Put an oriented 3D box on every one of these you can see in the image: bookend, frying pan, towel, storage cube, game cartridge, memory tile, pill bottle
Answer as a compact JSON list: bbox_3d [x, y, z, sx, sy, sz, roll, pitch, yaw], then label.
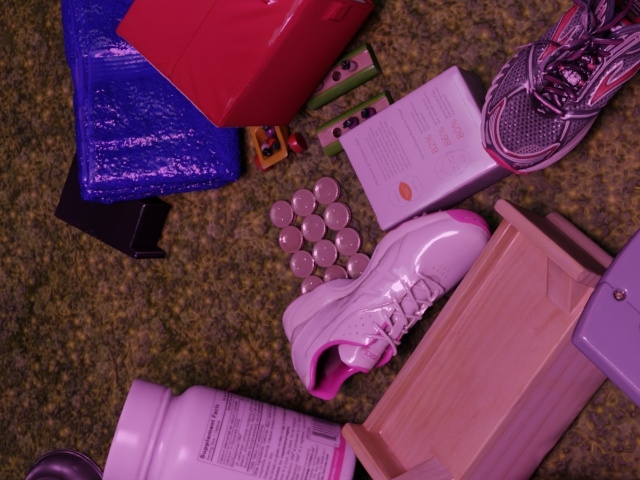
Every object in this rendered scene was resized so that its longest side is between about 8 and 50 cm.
[{"bbox_3d":[-0.275,-0.075,1.450,0.156,0.072,0.157,25,101,24],"label":"bookend"},{"bbox_3d":[-0.356,0.467,1.519,0.197,0.053,0.326,-38,71,24],"label":"frying pan"},{"bbox_3d":[-0.231,-0.213,1.374,0.228,0.076,0.308,-8,82,6],"label":"towel"},{"bbox_3d":[-0.085,-0.263,1.218,0.184,0.215,0.193,43,110,14],"label":"storage cube"},{"bbox_3d":[0.400,0.047,1.021,0.297,0.062,0.198,-43,76,-11],"label":"game cartridge"},{"bbox_3d":[0.000,0.000,1.341,0.113,0.012,0.148,-28,79,25],"label":"memory tile"},{"bbox_3d":[-0.110,0.271,1.255,0.283,0.160,0.160,17,100,-4],"label":"pill bottle"}]

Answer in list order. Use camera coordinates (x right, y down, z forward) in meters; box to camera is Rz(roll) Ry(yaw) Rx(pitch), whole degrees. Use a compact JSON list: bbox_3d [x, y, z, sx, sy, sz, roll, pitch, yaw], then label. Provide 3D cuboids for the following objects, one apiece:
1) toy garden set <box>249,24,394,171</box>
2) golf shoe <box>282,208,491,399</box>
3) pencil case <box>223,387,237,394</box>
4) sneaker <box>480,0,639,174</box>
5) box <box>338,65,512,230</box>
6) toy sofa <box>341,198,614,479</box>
[{"bbox_3d":[-0.033,-0.223,1.333,0.204,0.049,0.244,-26,79,26],"label":"toy garden set"},{"bbox_3d":[0.084,0.082,1.220,0.306,0.115,0.140,-38,37,28],"label":"golf shoe"},{"bbox_3d":[-0.134,0.305,1.376,0.098,0.095,0.209,-16,85,1],"label":"pencil case"},{"bbox_3d":[0.280,-0.203,1.096,0.121,0.112,0.299,39,96,6],"label":"sneaker"},{"bbox_3d":[0.132,-0.106,1.225,0.171,0.091,0.130,-29,78,24],"label":"box"},{"bbox_3d":[0.204,0.148,1.179,0.362,0.177,0.150,-58,43,16],"label":"toy sofa"}]
